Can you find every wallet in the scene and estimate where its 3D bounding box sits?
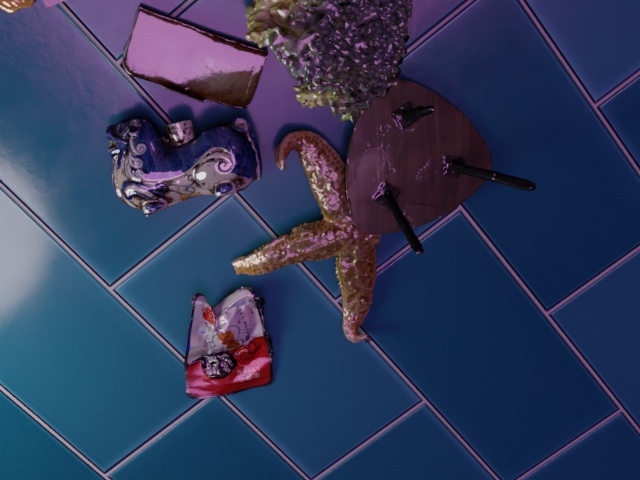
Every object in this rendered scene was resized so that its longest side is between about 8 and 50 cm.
[{"bbox_3d":[-0.238,-0.334,1.767,0.255,0.031,0.137,18,111,-13],"label":"wallet"}]

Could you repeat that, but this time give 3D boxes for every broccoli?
[{"bbox_3d":[-0.003,-0.364,1.660,0.348,0.281,0.293,-24,132,-40],"label":"broccoli"}]

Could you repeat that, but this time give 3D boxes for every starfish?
[{"bbox_3d":[0.000,0.000,1.917,0.324,0.082,0.432,10,115,-14],"label":"starfish"}]

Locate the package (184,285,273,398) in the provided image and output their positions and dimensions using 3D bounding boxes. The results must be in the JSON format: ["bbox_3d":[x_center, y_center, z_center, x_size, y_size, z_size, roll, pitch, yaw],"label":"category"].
[{"bbox_3d":[-0.198,0.216,1.999,0.194,0.071,0.269,-3,127,-2],"label":"package"}]

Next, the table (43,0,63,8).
[{"bbox_3d":[-0.467,-0.521,1.584,0.121,0.111,0.240,-26,113,1],"label":"table"}]

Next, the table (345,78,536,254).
[{"bbox_3d":[0.232,-0.131,1.759,0.317,0.249,0.317,-4,105,-15],"label":"table"}]

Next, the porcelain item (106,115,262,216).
[{"bbox_3d":[-0.260,-0.159,1.799,0.288,0.138,0.186,-13,97,4],"label":"porcelain item"}]

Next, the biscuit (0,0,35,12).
[{"bbox_3d":[-0.504,-0.507,1.664,0.144,0.040,0.236,38,103,-14],"label":"biscuit"}]
